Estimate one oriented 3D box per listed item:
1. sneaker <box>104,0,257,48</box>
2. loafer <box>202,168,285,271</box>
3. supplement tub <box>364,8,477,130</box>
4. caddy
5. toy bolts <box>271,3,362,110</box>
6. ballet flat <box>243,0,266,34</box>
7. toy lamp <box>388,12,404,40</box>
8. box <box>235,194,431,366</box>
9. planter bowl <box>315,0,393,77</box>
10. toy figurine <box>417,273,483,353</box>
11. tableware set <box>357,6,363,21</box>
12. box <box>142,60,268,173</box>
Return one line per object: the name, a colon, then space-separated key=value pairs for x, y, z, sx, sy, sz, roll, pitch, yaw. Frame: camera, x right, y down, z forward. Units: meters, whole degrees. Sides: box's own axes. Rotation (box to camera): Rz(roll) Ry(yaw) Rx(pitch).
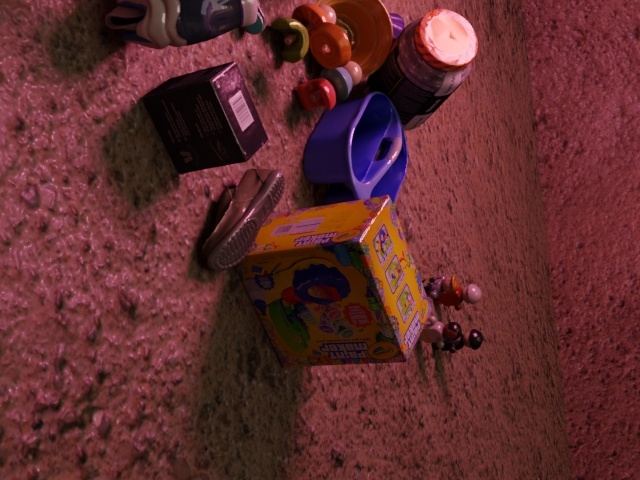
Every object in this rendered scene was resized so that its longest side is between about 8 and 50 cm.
sneaker: x=-0.268 y=-0.435 z=1.402 sx=0.323 sy=0.236 sz=0.130 roll=-126 pitch=-155 yaw=-45
loafer: x=-0.159 y=-0.045 z=1.557 sx=0.251 sy=0.087 sz=0.094 roll=-56 pitch=158 yaw=-34
supplement tub: x=0.248 y=-0.420 z=2.013 sx=0.193 sy=0.316 sz=0.194 roll=6 pitch=70 yaw=-17
caddy: x=0.108 y=-0.200 z=1.930 sx=0.241 sy=0.179 sz=0.341 roll=60 pitch=38 yaw=-32
toy bolts: x=0.032 y=-0.415 z=1.816 sx=0.158 sy=0.218 sz=0.229 roll=-39 pitch=126 yaw=-32
ballet flat: x=-0.168 y=-0.512 z=1.660 sx=0.070 sy=0.070 sz=0.188 roll=-57 pitch=133 yaw=-48
toy lamp: x=0.237 y=-0.592 z=2.332 sx=0.274 sy=0.080 sz=0.080 roll=3 pitch=81 yaw=-61
box: x=0.028 y=0.088 z=1.623 sx=0.177 sy=0.289 sz=0.279 roll=-54 pitch=128 yaw=-49
planter bowl: x=0.059 y=-0.495 z=1.958 sx=0.217 sy=0.090 sz=0.217 roll=-2 pitch=97 yaw=-20
toy figurine: x=0.366 y=0.207 z=2.306 sx=0.209 sy=0.148 sz=0.213 roll=30 pitch=59 yaw=-54
tableware set: x=0.073 y=-0.615 z=2.039 sx=0.141 sy=0.020 sz=0.169 roll=62 pitch=2 yaw=-28
box: x=-0.201 y=-0.215 z=1.431 sx=0.093 sy=0.158 sz=0.156 roll=-54 pitch=129 yaw=-48
